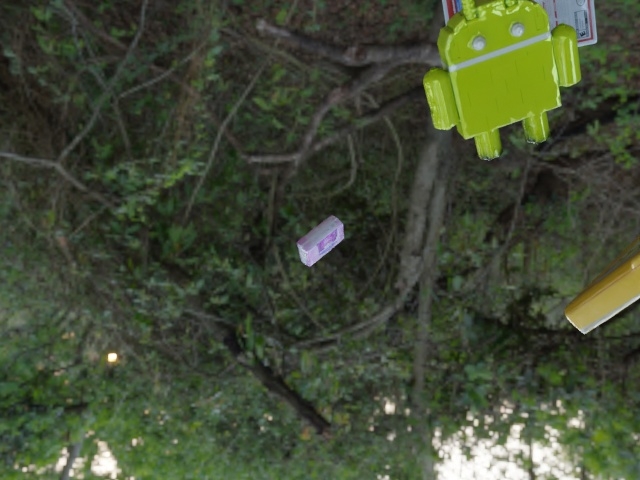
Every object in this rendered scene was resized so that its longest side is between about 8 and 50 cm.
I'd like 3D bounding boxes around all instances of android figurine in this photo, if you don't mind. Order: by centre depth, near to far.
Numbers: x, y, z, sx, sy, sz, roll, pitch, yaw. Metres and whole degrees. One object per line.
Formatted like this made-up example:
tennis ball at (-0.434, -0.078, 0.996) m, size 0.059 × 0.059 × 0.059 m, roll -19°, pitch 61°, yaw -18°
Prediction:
android figurine at (0.281, -0.265, 1.250) m, size 0.248 × 0.273 × 0.056 m, roll -18°, pitch -149°, yaw -1°

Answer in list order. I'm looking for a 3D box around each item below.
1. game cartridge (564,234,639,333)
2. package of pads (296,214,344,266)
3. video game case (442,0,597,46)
game cartridge at (0.477, -0.028, 1.029) m, size 0.285 × 0.052 × 0.323 m, roll -37°, pitch 165°, yaw -23°
package of pads at (0.000, 0.000, 1.325) m, size 0.032 × 0.083 × 0.050 m, roll 41°, pitch 159°, yaw 27°
video game case at (0.387, -0.463, 1.577) m, size 0.285 × 0.204 × 0.025 m, roll -9°, pitch -160°, yaw 9°
